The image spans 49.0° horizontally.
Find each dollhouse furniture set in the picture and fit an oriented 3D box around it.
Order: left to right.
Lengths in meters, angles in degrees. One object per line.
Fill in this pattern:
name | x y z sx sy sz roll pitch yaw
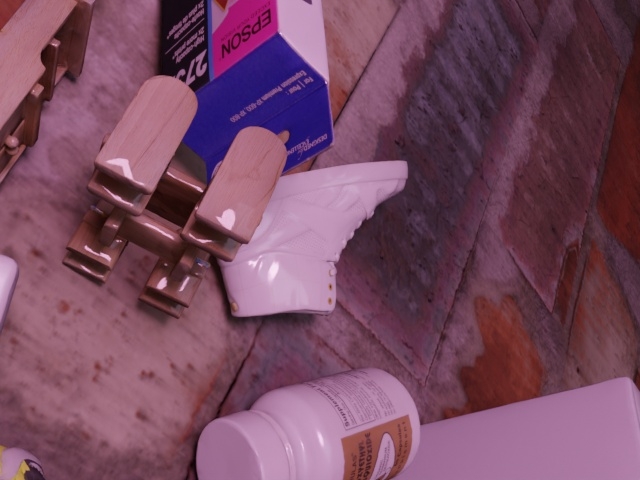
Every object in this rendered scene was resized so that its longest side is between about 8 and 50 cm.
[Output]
dollhouse furniture set | -0.159 -0.077 0.588 0.242 0.212 0.161 28 60 -12

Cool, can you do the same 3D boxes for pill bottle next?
pill bottle | -0.009 0.216 0.744 0.229 0.131 0.131 -2 84 -47

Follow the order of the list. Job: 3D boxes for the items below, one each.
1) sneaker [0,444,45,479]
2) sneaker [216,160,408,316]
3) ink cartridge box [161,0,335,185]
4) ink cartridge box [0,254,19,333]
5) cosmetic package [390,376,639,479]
sneaker | -0.317 0.124 0.313 0.385 0.145 0.147 7 37 -45
sneaker | 0.000 0.000 0.822 0.293 0.108 0.169 -17 97 -37
ink cartridge box | -0.080 -0.226 0.670 0.069 0.176 0.370 14 62 -44
ink cartridge box | -0.415 0.106 0.397 0.385 0.091 0.308 20 68 -25
cosmetic package | 0.304 0.435 0.839 0.393 0.330 0.327 50 34 -29
